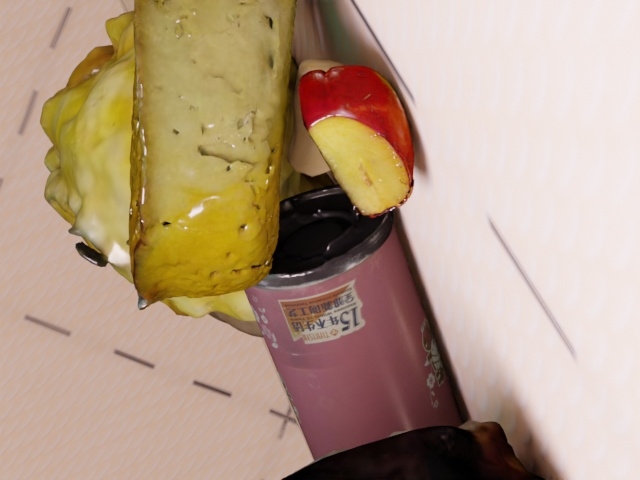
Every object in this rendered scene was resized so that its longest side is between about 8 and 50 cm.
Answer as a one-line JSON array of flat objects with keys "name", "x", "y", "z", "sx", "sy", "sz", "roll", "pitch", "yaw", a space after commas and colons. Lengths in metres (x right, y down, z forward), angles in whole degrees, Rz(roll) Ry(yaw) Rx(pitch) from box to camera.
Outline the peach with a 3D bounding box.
[{"name": "peach", "x": 0.025, "y": -0.056, "z": 0.860, "sx": 0.077, "sy": 0.050, "sz": 0.083, "roll": -4, "pitch": -101, "yaw": -73}]

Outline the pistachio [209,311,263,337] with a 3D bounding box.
[{"name": "pistachio", "x": -0.082, "y": 0.045, "z": 1.758, "sx": 0.206, "sy": 0.131, "sz": 0.129, "roll": 71, "pitch": -179, "yaw": -65}]

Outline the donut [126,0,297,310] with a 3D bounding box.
[{"name": "donut", "x": -0.064, "y": -0.087, "z": 0.945, "sx": 0.272, "sy": 0.107, "sz": 0.272, "roll": 180, "pitch": 90, "yaw": -85}]

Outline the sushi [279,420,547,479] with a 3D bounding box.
[{"name": "sushi", "x": 0.044, "y": 0.272, "z": 0.876, "sx": 0.294, "sy": 0.281, "sz": 0.299, "roll": 63, "pitch": -173, "yaw": 27}]

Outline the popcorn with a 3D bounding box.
[{"name": "popcorn", "x": -0.102, "y": -0.057, "z": 1.207, "sx": 0.286, "sy": 0.215, "sz": 0.252, "roll": -142, "pitch": 35, "yaw": -69}]

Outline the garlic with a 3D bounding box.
[{"name": "garlic", "x": 0.007, "y": -0.072, "z": 0.927, "sx": 0.083, "sy": 0.053, "sz": 0.041, "roll": 103, "pitch": 150, "yaw": -44}]

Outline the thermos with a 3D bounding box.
[{"name": "thermos", "x": 0.037, "y": 0.124, "z": 1.105, "sx": 0.136, "sy": 0.109, "sz": 0.330, "roll": 31, "pitch": 147, "yaw": 56}]
